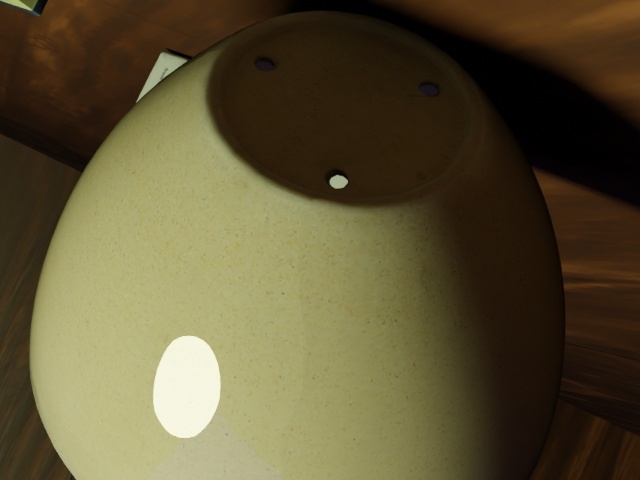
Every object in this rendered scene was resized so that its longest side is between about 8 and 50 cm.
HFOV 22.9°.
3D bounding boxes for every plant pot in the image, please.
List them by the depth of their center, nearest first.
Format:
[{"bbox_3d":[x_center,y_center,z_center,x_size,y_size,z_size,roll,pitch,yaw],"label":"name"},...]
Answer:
[{"bbox_3d":[0.000,0.000,0.787,0.284,0.284,0.191,24,139,10],"label":"plant pot"}]

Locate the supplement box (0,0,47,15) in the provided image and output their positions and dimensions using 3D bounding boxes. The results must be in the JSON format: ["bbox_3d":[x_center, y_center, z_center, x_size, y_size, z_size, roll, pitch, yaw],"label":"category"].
[{"bbox_3d":[-0.190,-0.170,0.841,0.083,0.056,0.083,21,174,28],"label":"supplement box"}]

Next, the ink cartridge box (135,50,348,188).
[{"bbox_3d":[-0.016,-0.045,1.120,0.208,0.087,0.153,22,174,30],"label":"ink cartridge box"}]
